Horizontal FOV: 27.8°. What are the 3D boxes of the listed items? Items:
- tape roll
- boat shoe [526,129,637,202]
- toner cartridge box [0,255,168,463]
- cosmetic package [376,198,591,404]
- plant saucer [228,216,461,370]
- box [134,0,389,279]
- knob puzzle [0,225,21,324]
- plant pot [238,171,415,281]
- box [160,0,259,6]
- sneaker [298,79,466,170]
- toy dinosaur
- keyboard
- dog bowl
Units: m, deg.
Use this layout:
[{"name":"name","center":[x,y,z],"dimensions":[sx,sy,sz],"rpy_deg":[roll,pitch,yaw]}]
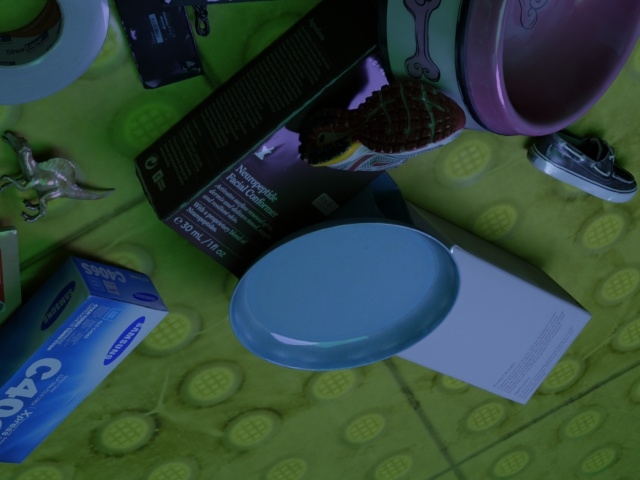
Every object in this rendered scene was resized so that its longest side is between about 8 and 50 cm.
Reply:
[{"name":"tape roll","center":[-0.350,-0.260,1.441],"dimensions":[0.219,0.072,0.219],"rpy_deg":[-15,137,-15]},{"name":"boat shoe","center":[0.415,-0.117,1.969],"dimensions":[0.219,0.078,0.070],"rpy_deg":[15,124,-35]},{"name":"toner cartridge box","center":[-0.390,0.176,1.818],"dimensions":[0.348,0.075,0.165],"rpy_deg":[-45,149,18]},{"name":"cosmetic package","center":[0.228,0.103,2.010],"dimensions":[0.365,0.155,0.197],"rpy_deg":[26,105,-40]},{"name":"plant saucer","center":[0.031,0.068,1.748],"dimensions":[0.317,0.044,0.318],"rpy_deg":[-8,140,-7]},{"name":"box","center":[-0.030,-0.136,1.680],"dimensions":[0.381,0.143,0.191],"rpy_deg":[-40,136,10]},{"name":"knob puzzle","center":[-0.496,0.056,1.703],"dimensions":[0.213,0.030,0.213],"rpy_deg":[-15,137,-14]},{"name":"plant pot","center":[0.000,0.000,1.812],"dimensions":[0.234,0.166,0.165],"rpy_deg":[-31,138,13]},{"name":"box","center":[-0.060,-0.369,1.429],"dimensions":[0.270,0.143,0.165],"rpy_deg":[-7,133,-22]},{"name":"sneaker","center":[0.081,-0.131,1.531],"dimensions":[0.225,0.088,0.092],"rpy_deg":[-5,167,43]},{"name":"toy dinosaur","center":[-0.344,-0.066,1.647],"dimensions":[0.092,0.053,0.183],"rpy_deg":[-42,136,13]},{"name":"keyboard","center":[-0.184,-0.266,1.559],"dimensions":[0.108,0.023,0.180],"rpy_deg":[-16,138,-3]},{"name":"dog bowl","center":[0.255,-0.305,1.530],"dimensions":[0.408,0.150,0.408],"rpy_deg":[-30,135,-35]}]
